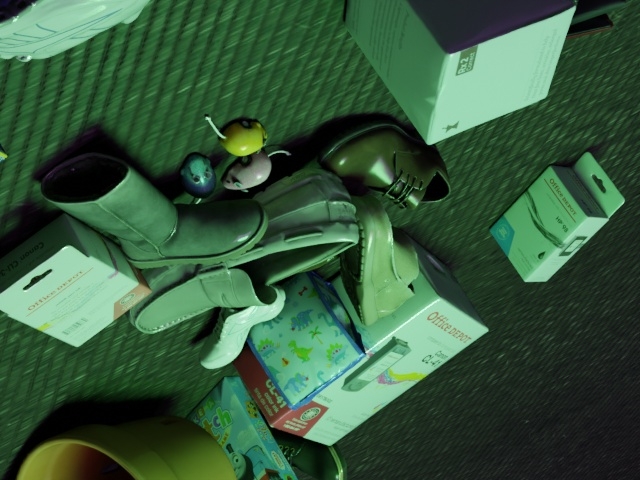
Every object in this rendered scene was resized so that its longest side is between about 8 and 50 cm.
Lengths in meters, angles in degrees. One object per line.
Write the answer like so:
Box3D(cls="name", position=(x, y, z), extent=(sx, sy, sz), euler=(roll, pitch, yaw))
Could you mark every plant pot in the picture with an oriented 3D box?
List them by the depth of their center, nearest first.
Box3D(cls="plant pot", position=(-0.246, 0.368, 2.071), extent=(0.203, 0.291, 0.291), euler=(-26, 158, -51))

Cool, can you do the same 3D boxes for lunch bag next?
Box3D(cls="lunch bag", position=(-0.019, 0.135, 2.019), extent=(0.129, 0.151, 0.096), euler=(-39, 143, 11))

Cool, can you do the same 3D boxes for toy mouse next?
Box3D(cls="toy mouse", position=(-0.104, -0.076, 1.704), extent=(0.161, 0.031, 0.143), euler=(1, 138, -49))

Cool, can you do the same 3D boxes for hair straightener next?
Box3D(cls="hair straightener", position=(0.267, -0.274, 1.768), extent=(0.230, 0.047, 0.089), euler=(-11, 147, -28))

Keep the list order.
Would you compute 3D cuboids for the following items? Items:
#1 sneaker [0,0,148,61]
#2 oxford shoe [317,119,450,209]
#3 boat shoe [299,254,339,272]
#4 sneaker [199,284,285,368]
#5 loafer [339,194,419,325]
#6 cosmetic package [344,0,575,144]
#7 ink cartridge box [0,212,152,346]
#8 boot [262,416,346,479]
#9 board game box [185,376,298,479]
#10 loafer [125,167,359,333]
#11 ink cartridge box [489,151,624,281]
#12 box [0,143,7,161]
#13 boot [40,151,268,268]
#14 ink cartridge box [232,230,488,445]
Box3D(cls="sneaker", position=(-0.254, -0.193, 1.257), extent=(0.297, 0.111, 0.129), euler=(-16, 156, -28))
Box3D(cls="oxford shoe", position=(0.088, -0.087, 1.825), extent=(0.227, 0.096, 0.083), euler=(4, 138, -48))
Box3D(cls="boat shoe", position=(0.001, -0.001, 1.945), extent=(0.153, 0.048, 0.056), euler=(-19, 151, -14))
Box3D(cls="sneaker", position=(-0.117, 0.108, 1.996), extent=(0.152, 0.054, 0.061), euler=(-47, 142, 16))
Box3D(cls="loafer", position=(0.072, 0.014, 1.889), extent=(0.092, 0.102, 0.268), euler=(-25, 156, -9))
Box3D(cls="cosmetic package", position=(0.136, -0.229, 1.530), extent=(0.151, 0.184, 0.151), euler=(-23, 153, -18))
Box3D(cls="ink cartridge box", position=(-0.286, 0.041, 1.667), extent=(0.115, 0.067, 0.198), euler=(-36, 155, 6))
Box3D(cls="boot", position=(-0.062, 0.332, 2.289), extent=(0.137, 0.198, 0.077), euler=(-11, 112, -32))
Box3D(cls="board game box", position=(-0.126, 0.329, 2.177), extent=(0.039, 0.211, 0.160), euler=(5, 135, -50))
Box3D(cls="loafer", position=(-0.097, 0.033, 1.784), extent=(0.319, 0.111, 0.112), euler=(-32, 153, 21))
Box3D(cls="ink cartridge box", position=(0.341, -0.036, 2.182), extent=(0.060, 0.104, 0.180), euler=(2, 138, -47))
Box3D(cls="box", position=(-0.359, -0.102, 1.352), extent=(0.059, 0.054, 0.169), euler=(-38, 153, 10))
Box3D(cls="boot", position=(-0.173, -0.040, 1.616), extent=(0.189, 0.076, 0.208), euler=(-16, 149, 9))
Box3D(cls="ink cartridge box", position=(0.059, 0.148, 2.163), extent=(0.306, 0.131, 0.226), euler=(-36, 154, 11))
